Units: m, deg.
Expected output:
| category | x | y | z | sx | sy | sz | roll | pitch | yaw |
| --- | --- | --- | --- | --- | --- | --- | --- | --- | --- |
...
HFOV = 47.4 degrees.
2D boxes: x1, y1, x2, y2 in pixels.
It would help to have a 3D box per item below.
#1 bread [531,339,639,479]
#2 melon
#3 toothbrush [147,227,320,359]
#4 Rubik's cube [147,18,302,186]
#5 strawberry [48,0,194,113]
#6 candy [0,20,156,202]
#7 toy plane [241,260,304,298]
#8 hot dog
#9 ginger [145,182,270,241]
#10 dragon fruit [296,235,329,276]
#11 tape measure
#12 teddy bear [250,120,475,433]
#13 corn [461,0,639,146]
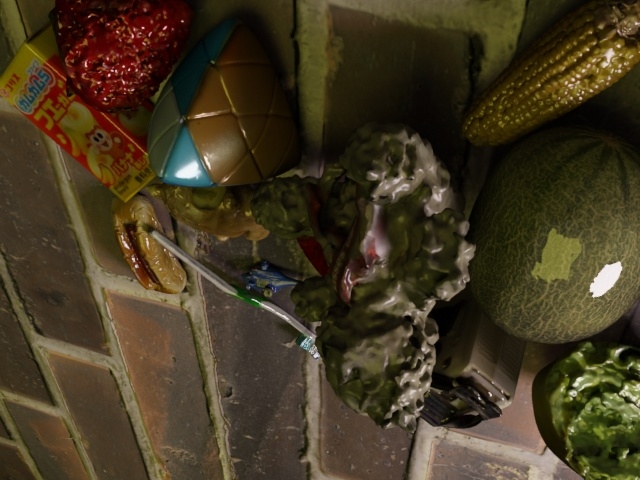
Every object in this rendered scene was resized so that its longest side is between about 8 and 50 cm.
| category | x | y | z | sx | sy | sz | roll | pitch | yaw |
| --- | --- | --- | --- | --- | --- | --- | --- | --- | --- |
| bread | 0.441 | 0.259 | 1.063 | 0.251 | 0.208 | 0.376 | 4 | 169 | 12 |
| melon | 0.309 | -0.006 | 0.932 | 0.238 | 0.237 | 0.301 | 17 | 133 | 9 |
| toothbrush | -0.148 | 0.097 | 1.372 | 0.418 | 0.040 | 0.042 | 39 | 172 | -19 |
| Rubik's cube | -0.144 | -0.171 | 1.078 | 0.255 | 0.254 | 0.254 | 13 | 136 | 13 |
| strawberry | -0.267 | -0.277 | 0.998 | 0.202 | 0.187 | 0.184 | -25 | 105 | 3 |
| candy | -0.366 | -0.202 | 1.168 | 0.276 | 0.088 | 0.146 | 45 | 135 | -18 |
| toy plane | -0.070 | 0.071 | 1.327 | 0.167 | 0.054 | 0.062 | 8 | 109 | 19 |
| hot dog | -0.329 | 0.020 | 1.377 | 0.084 | 0.073 | 0.242 | 0 | 132 | 18 |
| ginger | -0.185 | -0.064 | 1.208 | 0.216 | 0.102 | 0.157 | 17 | 165 | 1 |
| dragon fruit | -0.001 | 0.001 | 1.173 | 0.161 | 0.127 | 0.120 | 34 | 130 | -12 |
| tape measure | 0.200 | 0.184 | 1.142 | 0.133 | 0.271 | 0.231 | 38 | 134 | -12 |
| teddy bear | 0.062 | 0.063 | 0.953 | 0.225 | 0.367 | 0.357 | 7 | 167 | -31 |
| corn | 0.276 | -0.193 | 0.872 | 0.097 | 0.097 | 0.262 | 38 | 137 | -13 |
